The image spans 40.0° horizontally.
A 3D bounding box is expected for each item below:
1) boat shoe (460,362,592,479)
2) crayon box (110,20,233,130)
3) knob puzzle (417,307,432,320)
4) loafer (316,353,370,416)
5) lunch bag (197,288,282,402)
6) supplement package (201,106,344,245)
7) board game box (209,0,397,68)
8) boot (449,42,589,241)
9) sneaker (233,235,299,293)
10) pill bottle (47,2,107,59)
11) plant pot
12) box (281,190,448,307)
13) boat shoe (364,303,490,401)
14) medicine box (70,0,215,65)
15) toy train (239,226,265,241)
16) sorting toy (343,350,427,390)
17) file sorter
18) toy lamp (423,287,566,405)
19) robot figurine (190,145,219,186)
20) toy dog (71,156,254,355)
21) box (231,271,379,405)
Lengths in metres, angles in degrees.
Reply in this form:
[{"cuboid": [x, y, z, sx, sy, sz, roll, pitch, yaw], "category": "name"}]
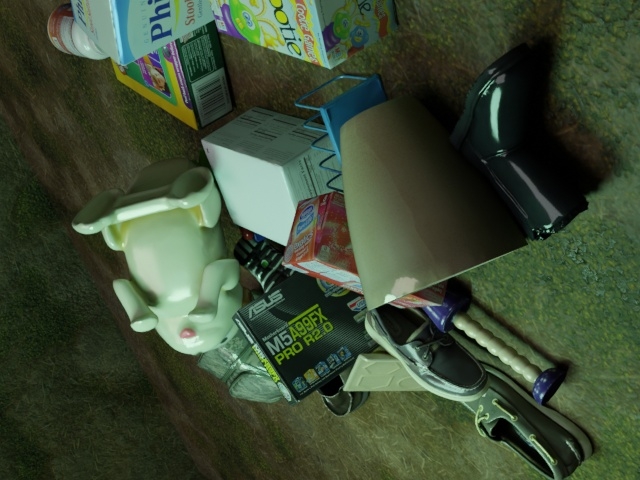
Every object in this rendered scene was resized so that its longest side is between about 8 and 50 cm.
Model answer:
[{"cuboid": [0.339, 0.323, 1.598, 0.305, 0.091, 0.109, 32, 146, 38], "category": "boat shoe"}, {"cuboid": [-0.337, -0.444, 1.775, 0.313, 0.106, 0.362, 35, 148, 36], "category": "crayon box"}, {"cuboid": [0.164, 0.111, 1.697, 0.213, 0.030, 0.213, 37, 154, 22], "category": "knob puzzle"}, {"cuboid": [0.029, 0.311, 2.054, 0.134, 0.130, 0.365, 40, 151, 27], "category": "loafer"}, {"cuboid": [-0.156, 0.295, 2.276, 0.256, 0.212, 0.305, 36, 154, -1], "category": "lunch bag"}, {"cuboid": [-0.073, -0.117, 1.688, 0.262, 0.145, 0.204, 23, 141, 47], "category": "supplement package"}, {"cuboid": [-0.039, -0.377, 1.317, 0.275, 0.142, 0.144, 28, 144, 42], "category": "board game box"}, {"cuboid": [0.279, -0.119, 1.155, 0.207, 0.094, 0.246, 51, 161, 14], "category": "boot"}, {"cuboid": [-0.064, 0.090, 1.948, 0.162, 0.106, 0.281, 32, -168, -51], "category": "sneaker"}, {"cuboid": [-0.535, -0.484, 2.038, 0.216, 0.121, 0.121, 21, 139, 47], "category": "pill bottle"}, {"cuboid": [0.140, -0.068, 1.328, 0.273, 0.257, 0.256, 68, 155, 6], "category": "plant pot"}, {"cuboid": [0.083, 0.021, 1.482, 0.257, 0.122, 0.128, 21, 165, -25], "category": "box"}, {"cuboid": [0.187, 0.189, 1.618, 0.285, 0.103, 0.092, 38, 159, 36], "category": "boat shoe"}, {"cuboid": [-0.252, -0.467, 1.393, 0.149, 0.289, 0.263, 43, 152, 22], "category": "medicine box"}, {"cuboid": [-0.171, -0.131, 1.901, 0.143, 0.105, 0.248, 41, 154, 53], "category": "toy train"}, {"cuboid": [0.155, 0.259, 1.764, 0.208, 0.193, 0.038, 109, 160, -62], "category": "sorting toy"}, {"cuboid": [0.048, -0.175, 1.452, 0.104, 0.118, 0.170, 22, 140, 54], "category": "file sorter"}, {"cuboid": [0.290, 0.170, 1.515, 0.275, 0.080, 0.080, 36, 149, 27], "category": "toy lamp"}, {"cuboid": [-0.239, -0.170, 1.963, 0.067, 0.101, 0.115, 20, 114, 30], "category": "robot figurine"}, {"cuboid": [-0.302, 0.057, 1.856, 0.395, 0.285, 0.407, -108, 1, -67], "category": "toy dog"}, {"cuboid": [-0.007, 0.169, 1.766, 0.216, 0.270, 0.060, 56, 156, 6], "category": "box"}]
